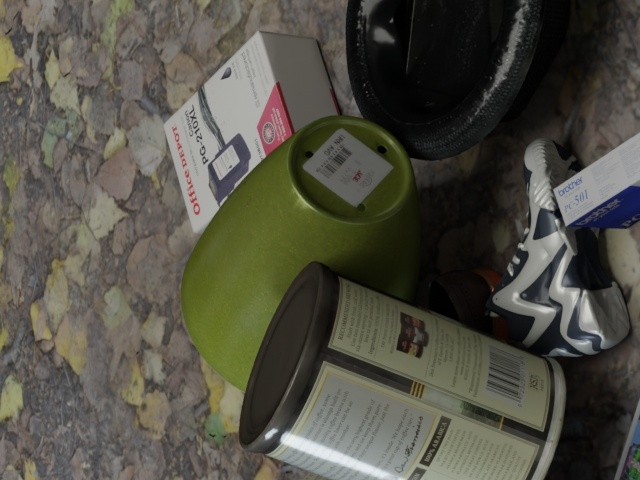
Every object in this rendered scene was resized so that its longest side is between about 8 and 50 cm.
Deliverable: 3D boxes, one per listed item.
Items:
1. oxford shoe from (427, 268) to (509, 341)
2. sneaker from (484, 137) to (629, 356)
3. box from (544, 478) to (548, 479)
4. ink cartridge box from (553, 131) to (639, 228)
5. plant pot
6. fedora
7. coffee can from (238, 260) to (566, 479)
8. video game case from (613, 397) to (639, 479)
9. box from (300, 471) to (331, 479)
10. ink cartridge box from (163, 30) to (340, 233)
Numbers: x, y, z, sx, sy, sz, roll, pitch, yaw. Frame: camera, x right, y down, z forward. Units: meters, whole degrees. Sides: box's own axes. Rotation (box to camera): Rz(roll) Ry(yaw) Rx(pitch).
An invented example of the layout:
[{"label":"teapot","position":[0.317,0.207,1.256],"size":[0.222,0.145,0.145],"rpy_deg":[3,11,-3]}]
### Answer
[{"label":"oxford shoe","position":[0.151,0.167,1.903],"size":[0.097,0.098,0.271],"rpy_deg":[-5,85,49]},{"label":"sneaker","position":[0.226,0.021,1.820],"size":[0.153,0.094,0.235],"rpy_deg":[-26,79,38]},{"label":"box","position":[0.210,0.395,1.758],"size":[0.201,0.057,0.293],"rpy_deg":[14,81,50]},{"label":"ink cartridge box","position":[0.338,-0.076,1.687],"size":[0.207,0.097,0.046],"rpy_deg":[-36,62,43]},{"label":"plant pot","position":[0.000,0.000,1.880],"size":[0.293,0.274,0.275],"rpy_deg":[111,142,-57]},{"label":"fedora","position":[0.172,-0.245,1.846],"size":[0.334,0.152,0.334],"rpy_deg":[-10,77,49]},{"label":"coffee can","position":[0.081,0.165,1.732],"size":[0.201,0.275,0.202],"rpy_deg":[-157,90,-78]},{"label":"video game case","position":[0.373,0.244,1.694],"size":[0.183,0.023,0.201],"rpy_deg":[32,114,46]},{"label":"box","position":[0.066,0.350,1.938],"size":[0.232,0.127,0.149],"rpy_deg":[-7,118,51]},{"label":"ink cartridge box","position":[-0.086,-0.132,2.198],"size":[0.237,0.100,0.172],"rpy_deg":[-39,60,43]}]
